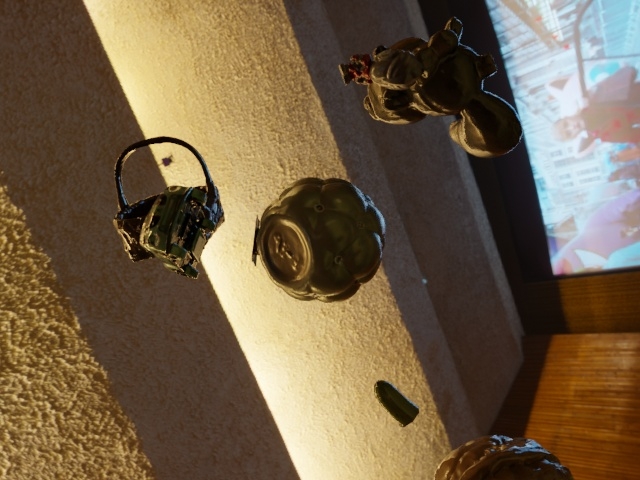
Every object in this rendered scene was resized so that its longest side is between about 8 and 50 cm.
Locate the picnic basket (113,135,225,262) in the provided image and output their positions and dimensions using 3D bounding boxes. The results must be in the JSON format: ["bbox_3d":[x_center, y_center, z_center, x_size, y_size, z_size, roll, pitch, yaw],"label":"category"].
[{"bbox_3d":[-0.445,-0.137,1.265,0.337,0.292,0.338,-11,-90,-86],"label":"picnic basket"}]

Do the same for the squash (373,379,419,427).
[{"bbox_3d":[0.254,0.569,1.572,0.188,0.095,0.095,45,-132,-10],"label":"squash"}]

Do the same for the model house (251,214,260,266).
[{"bbox_3d":[-0.182,0.002,1.529,0.117,0.088,0.167,93,-179,-71],"label":"model house"}]

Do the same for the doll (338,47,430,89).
[{"bbox_3d":[0.122,-0.330,0.858,0.094,0.180,0.079,66,-145,-54],"label":"doll"}]

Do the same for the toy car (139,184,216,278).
[{"bbox_3d":[-0.299,-0.017,0.898,0.125,0.306,0.136,16,-106,-2],"label":"toy car"}]

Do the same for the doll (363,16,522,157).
[{"bbox_3d":[0.276,-0.344,1.120,0.252,0.382,0.379,-36,-71,-3],"label":"doll"}]

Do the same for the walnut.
[{"bbox_3d":[0.305,0.427,0.732,0.244,0.198,0.198,-8,-95,-16],"label":"walnut"}]

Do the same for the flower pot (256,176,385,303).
[{"bbox_3d":[0.000,0.000,0.839,0.195,0.246,0.246,-17,-87,-48],"label":"flower pot"}]
